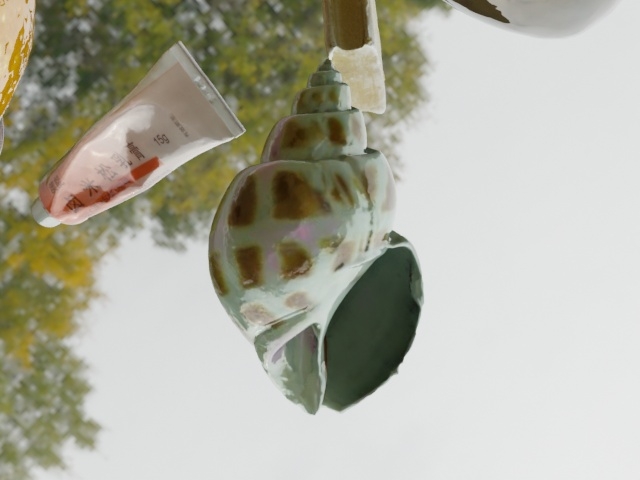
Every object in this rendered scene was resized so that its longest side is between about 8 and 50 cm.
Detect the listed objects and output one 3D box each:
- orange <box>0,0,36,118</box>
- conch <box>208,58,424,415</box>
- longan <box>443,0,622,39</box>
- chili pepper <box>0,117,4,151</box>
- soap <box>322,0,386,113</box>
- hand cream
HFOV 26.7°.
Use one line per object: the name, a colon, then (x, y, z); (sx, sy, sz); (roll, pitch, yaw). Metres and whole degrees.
orange: (-0.232, -0.122, 0.611); (0.219, 0.219, 0.193); (-12, -148, 47)
conch: (0.000, 0.001, 1.502); (0.197, 0.249, 0.368); (-116, -142, -55)
longan: (0.180, -0.334, 1.225); (0.288, 0.288, 0.350); (-30, -146, 24)
chili pepper: (-0.371, -0.138, 1.466); (0.050, 0.041, 0.153); (-50, -143, 23)
soap: (0.041, -0.295, 1.826); (0.073, 0.140, 0.232); (-7, -128, 3)
hand cream: (-0.117, -0.048, 0.794); (0.216, 0.052, 0.038); (-28, -139, 52)
